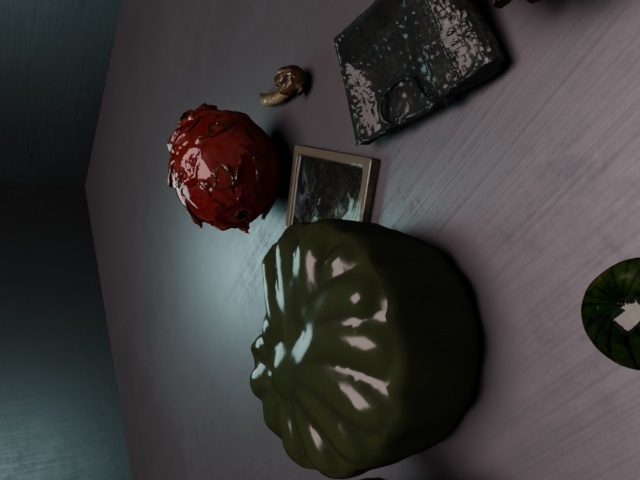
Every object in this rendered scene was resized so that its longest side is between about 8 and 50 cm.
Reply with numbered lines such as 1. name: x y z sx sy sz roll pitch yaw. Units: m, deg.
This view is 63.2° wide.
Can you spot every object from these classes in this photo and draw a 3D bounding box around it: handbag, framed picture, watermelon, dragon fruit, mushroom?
1. handbag: 0.119 -0.247 0.712 0.270 0.088 0.175 -23 78 54
2. framed picture: 0.000 0.000 0.929 0.240 0.020 0.324 26 110 53
3. watermelon: 0.285 0.066 0.468 0.105 0.062 0.106 -10 76 48
4. dragon fruit: -0.193 -0.146 1.040 0.252 0.241 0.241 41 123 35
5. mushroom: -0.087 -0.299 1.034 0.187 0.061 0.060 -5 90 60

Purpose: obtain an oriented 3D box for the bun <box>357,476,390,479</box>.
1. bun: 0.105 0.458 0.612 0.354 0.194 0.355 -6 83 59

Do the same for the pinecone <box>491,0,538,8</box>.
1. pinecone: 0.174 -0.361 0.516 0.246 0.246 0.292 -45 69 46

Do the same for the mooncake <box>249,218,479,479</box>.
1. mooncake: 0.036 0.146 0.714 0.351 0.187 0.351 -3 86 51
